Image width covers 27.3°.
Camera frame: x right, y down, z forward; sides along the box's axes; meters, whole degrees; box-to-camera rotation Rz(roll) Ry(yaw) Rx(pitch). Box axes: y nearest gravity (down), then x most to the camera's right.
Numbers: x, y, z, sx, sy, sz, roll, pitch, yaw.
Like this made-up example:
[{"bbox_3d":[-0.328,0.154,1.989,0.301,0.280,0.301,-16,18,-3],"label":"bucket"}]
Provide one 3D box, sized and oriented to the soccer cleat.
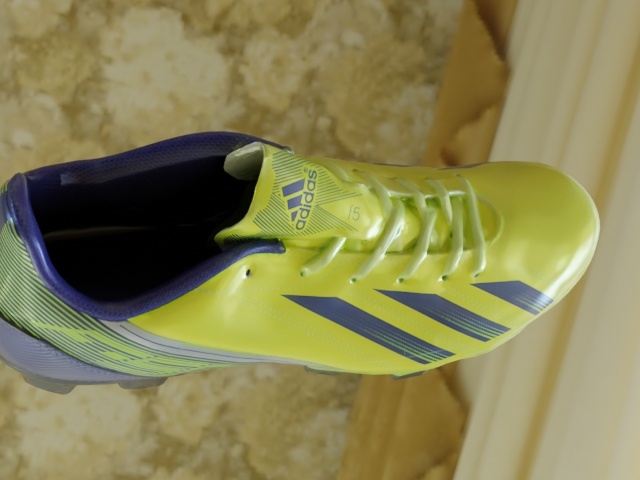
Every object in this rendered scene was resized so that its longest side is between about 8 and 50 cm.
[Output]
[{"bbox_3d":[0.000,0.001,0.557,0.289,0.093,0.121,-7,148,-19],"label":"soccer cleat"}]
